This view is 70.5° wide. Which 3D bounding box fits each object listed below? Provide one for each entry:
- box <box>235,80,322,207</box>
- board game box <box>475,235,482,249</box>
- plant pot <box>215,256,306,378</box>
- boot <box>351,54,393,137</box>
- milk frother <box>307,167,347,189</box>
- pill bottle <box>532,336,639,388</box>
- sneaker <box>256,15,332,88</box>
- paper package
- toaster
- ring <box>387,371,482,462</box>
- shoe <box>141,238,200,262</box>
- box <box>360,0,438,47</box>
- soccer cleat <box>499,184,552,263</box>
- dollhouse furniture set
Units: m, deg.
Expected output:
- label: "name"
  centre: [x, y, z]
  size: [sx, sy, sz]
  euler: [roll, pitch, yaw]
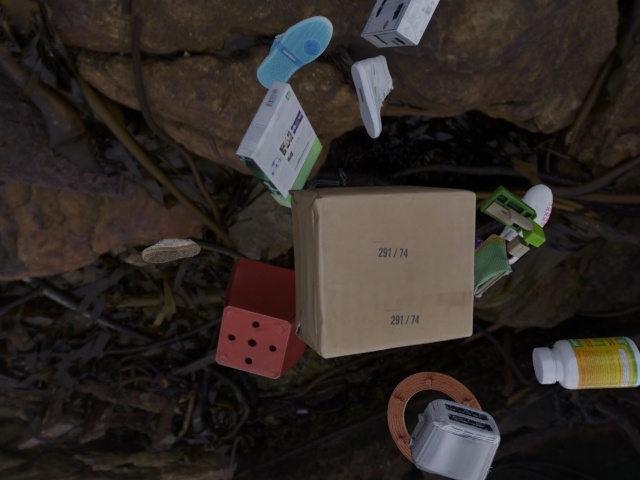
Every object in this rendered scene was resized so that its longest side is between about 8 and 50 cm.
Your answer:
- label: "box"
  centre: [-0.105, -0.260, 1.302]
  size: [0.059, 0.232, 0.322]
  euler: [19, 166, 24]
- label: "board game box"
  centre: [0.453, 0.038, 1.851]
  size: [0.347, 0.208, 0.056]
  euler: [-17, 99, -12]
- label: "plant pot"
  centre: [-0.165, 0.237, 1.293]
  size: [0.268, 0.235, 0.267]
  euler: [14, 109, 3]
- label: "boot"
  centre: [0.196, -0.484, 1.526]
  size: [0.124, 0.095, 0.258]
  euler: [-24, 119, -12]
- label: "milk frother"
  centre: [0.025, -0.185, 1.601]
  size: [0.135, 0.143, 0.129]
  euler: [4, 117, 4]
- label: "pill bottle"
  centre: [0.742, 0.346, 1.275]
  size: [0.246, 0.136, 0.136]
  euler: [-6, 135, 10]
- label: "sneaker"
  centre: [-0.079, -0.668, 1.524]
  size: [0.319, 0.208, 0.127]
  euler: [-25, 127, 36]
- label: "paper package"
  centre: [0.117, 0.048, 0.883]
  size: [0.325, 0.168, 0.308]
  euler: [-5, 100, -20]
- label: "toaster"
  centre: [0.341, 0.496, 1.121]
  size: [0.227, 0.129, 0.146]
  euler: [17, 106, 1]
- label: "ring"
  centre: [0.385, 0.621, 1.547]
  size: [0.337, 0.336, 0.032]
  euler: [-38, 159, 22]
- label: "shoe"
  centre: [-0.529, 0.031, 1.593]
  size: [0.219, 0.058, 0.076]
  euler: [-7, 145, -50]
- label: "box"
  centre: [0.258, -0.745, 1.514]
  size: [0.087, 0.290, 0.169]
  euler: [21, 104, -25]
- label: "soccer cleat"
  centre: [0.746, -0.048, 1.670]
  size: [0.143, 0.116, 0.330]
  euler: [-7, 124, -55]
- label: "dollhouse furniture set"
  centre: [0.550, 0.009, 1.481]
  size: [0.151, 0.197, 0.301]
  euler: [31, 127, -7]
